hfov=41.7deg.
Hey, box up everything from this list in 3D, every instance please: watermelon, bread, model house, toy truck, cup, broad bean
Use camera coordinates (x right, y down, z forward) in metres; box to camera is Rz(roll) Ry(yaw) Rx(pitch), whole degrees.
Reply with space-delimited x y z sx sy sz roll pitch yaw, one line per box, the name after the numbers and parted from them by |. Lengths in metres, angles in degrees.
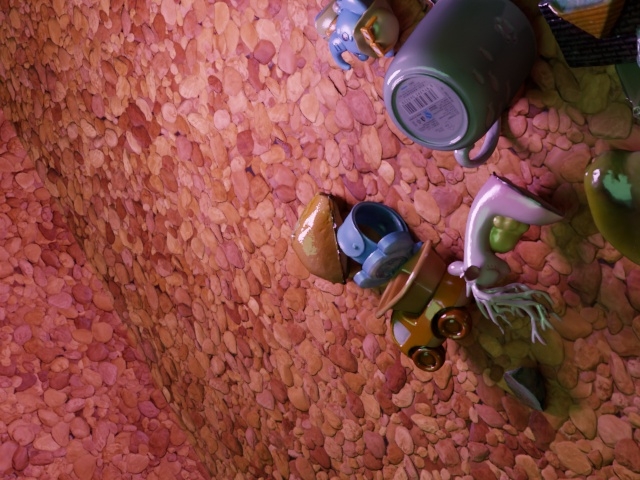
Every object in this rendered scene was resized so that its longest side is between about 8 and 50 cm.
0.490 0.346 2.027 0.094 0.081 0.180 3 146 26 | watermelon
0.000 0.000 2.298 0.204 0.162 0.262 -118 15 -83 | bread
0.526 -0.428 1.551 0.280 0.229 0.249 6 103 52 | model house
0.268 0.160 2.061 0.211 0.204 0.288 32 129 0 | toy truck
0.299 -0.308 1.788 0.259 0.274 0.357 6 134 38 | cup
0.651 -0.068 1.666 0.291 0.119 0.238 48 134 20 | broad bean

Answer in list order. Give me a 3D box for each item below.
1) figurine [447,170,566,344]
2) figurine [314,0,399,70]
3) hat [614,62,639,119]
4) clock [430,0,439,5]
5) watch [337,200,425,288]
0.431 0.054 1.868 0.284 0.206 0.316 27 109 -5 | figurine
0.090 -0.519 2.066 0.262 0.153 0.180 14 126 61 | figurine
0.682 -0.328 1.568 0.214 0.149 0.245 -32 44 38 | hat
0.307 -0.577 1.848 0.193 0.073 0.145 51 135 18 | clock
0.150 -0.003 2.186 0.193 0.210 0.211 63 140 28 | watch
